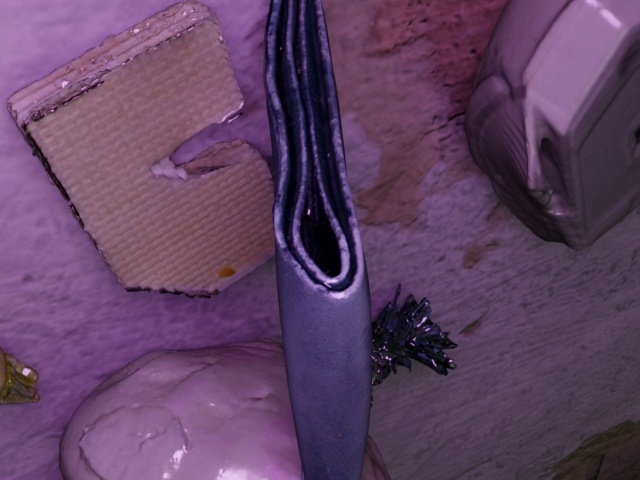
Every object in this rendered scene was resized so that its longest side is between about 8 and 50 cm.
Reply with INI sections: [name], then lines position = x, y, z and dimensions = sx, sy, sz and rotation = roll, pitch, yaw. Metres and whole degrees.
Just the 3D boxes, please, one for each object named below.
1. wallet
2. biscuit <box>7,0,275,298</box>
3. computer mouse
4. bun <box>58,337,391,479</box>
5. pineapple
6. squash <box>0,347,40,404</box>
[wallet]
position = -0.001, 0.000, 0.704
dimensions = 0.054, 0.290, 0.251
rotation = -5, 138, 0
[biscuit]
position = -0.108, -0.046, 0.738
dimensions = 0.147, 0.046, 0.250
rotation = -34, 141, -11
[computer mouse]
position = 0.227, -0.126, 0.873
dimensions = 0.228, 0.145, 0.429
rotation = -50, 154, 0
[bun]
position = -0.059, 0.169, 0.853
dimensions = 0.293, 0.293, 0.187
rotation = 34, 68, -52
[pineapple]
position = 0.034, 0.147, 1.012
dimensions = 0.221, 0.103, 0.083
rotation = -40, 176, -3
[squash]
position = -0.263, 0.074, 0.695
dimensions = 0.094, 0.094, 0.224
rotation = -41, 147, 0
